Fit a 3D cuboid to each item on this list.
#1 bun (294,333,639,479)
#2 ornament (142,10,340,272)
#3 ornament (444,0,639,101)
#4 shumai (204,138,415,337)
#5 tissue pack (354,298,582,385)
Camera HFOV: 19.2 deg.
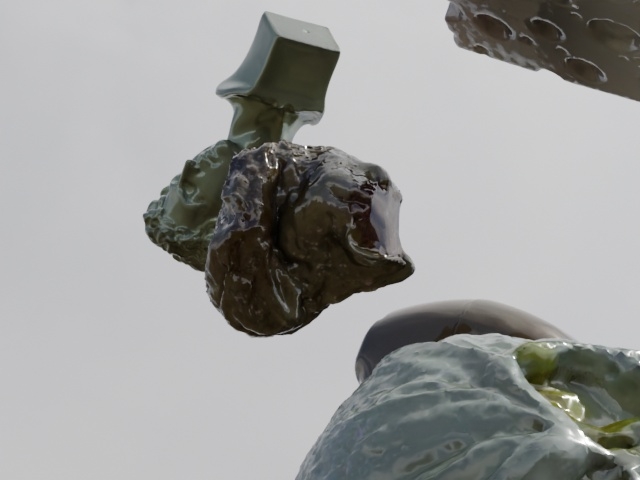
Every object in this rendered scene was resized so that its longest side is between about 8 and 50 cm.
[{"bbox_3d":[0.151,0.187,1.209,0.362,0.362,0.211,15,-57,-9],"label":"bun"},{"bbox_3d":[-0.069,-0.097,1.942,0.130,0.120,0.285,29,-84,-21],"label":"ornament"},{"bbox_3d":[0.250,-0.300,1.717,0.239,0.240,0.240,20,-19,26],"label":"ornament"},{"bbox_3d":[-0.001,0.004,1.764,0.185,0.184,0.218,10,6,5],"label":"shumai"},{"bbox_3d":[0.173,0.266,1.996,0.277,0.387,0.267,3,-21,34],"label":"tissue pack"}]
